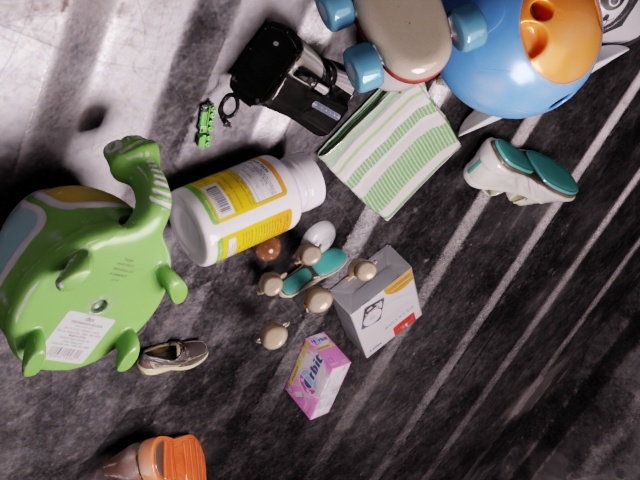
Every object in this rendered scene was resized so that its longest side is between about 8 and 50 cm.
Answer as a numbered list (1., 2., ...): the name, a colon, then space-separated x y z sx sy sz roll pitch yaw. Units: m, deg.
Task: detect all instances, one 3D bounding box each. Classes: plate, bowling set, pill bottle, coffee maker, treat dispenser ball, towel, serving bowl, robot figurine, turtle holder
1. plate: 0.444 -0.316 1.774 0.277 0.045 0.278 -26 178 -24
2. bowling set: -0.046 0.061 1.688 0.287 0.200 0.154 -33 -177 -4
3. pill bottle: -0.118 -0.062 1.448 0.246 0.136 0.136 -25 143 -28
4. coffee maker: -0.052 -0.238 1.366 0.171 0.120 0.178 -31 153 23
5. treat dispenser ball: 0.336 -0.355 1.484 0.288 0.288 0.288 -29 145 -23
6. towel: 0.150 -0.183 1.709 0.248 0.038 0.325 -45 148 3
7. serving bowl: 0.000 0.000 1.758 0.083 0.027 0.083 -30 146 -23
8. robot figurine: 0.562 -0.474 1.708 0.278 0.174 0.209 5 102 -52
9. turtle holder: -0.341 0.018 1.204 0.243 0.227 0.320 -14 136 -38

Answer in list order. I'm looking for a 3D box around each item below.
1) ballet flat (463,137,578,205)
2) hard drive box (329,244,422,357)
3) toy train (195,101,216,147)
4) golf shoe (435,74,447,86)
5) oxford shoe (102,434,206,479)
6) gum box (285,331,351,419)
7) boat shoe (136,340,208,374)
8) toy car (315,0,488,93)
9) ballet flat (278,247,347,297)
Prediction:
1. ballet flat: 0.467 -0.148 2.047 0.400 0.139 0.139 11 119 -48
2. hard drive box: 0.133 0.145 2.019 0.181 0.089 0.232 -38 148 -10
3. toy train: -0.181 -0.181 1.355 0.024 0.017 0.083 -10 135 -28
4. golf shoe: 0.290 -0.339 1.682 0.176 0.069 0.086 -19 120 -39
5. oxford shoe: -0.348 0.491 1.880 0.133 0.130 0.363 -12 156 10
6. gum box: -0.009 0.325 2.046 0.062 0.107 0.188 -13 136 -40
7. boat shoe: -0.280 0.220 1.668 0.152 0.056 0.049 -14 142 -39
8. toy car: 0.116 -0.331 1.412 0.219 0.210 0.238 -23 174 -9
9. ballet flat: -0.022 0.067 1.802 0.168 0.057 0.052 -28 173 -18
